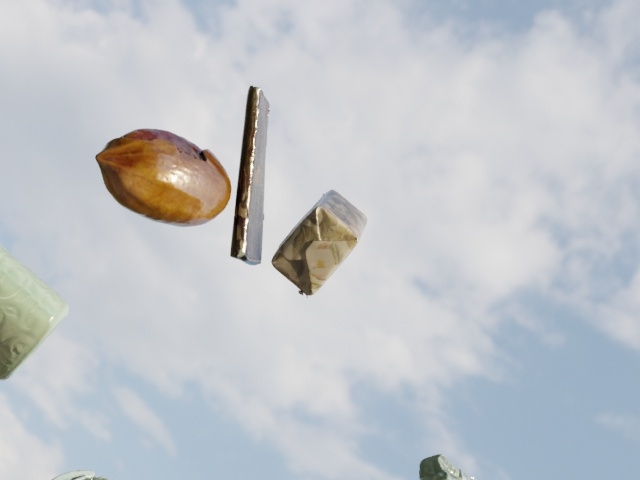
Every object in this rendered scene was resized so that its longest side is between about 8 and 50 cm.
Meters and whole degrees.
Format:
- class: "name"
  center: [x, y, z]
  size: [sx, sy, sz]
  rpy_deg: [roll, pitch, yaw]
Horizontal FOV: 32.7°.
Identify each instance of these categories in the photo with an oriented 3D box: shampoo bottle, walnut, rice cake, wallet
- class: "shampoo bottle"
  center: [-0.199, -0.015, 0.491]
  size: [0.190, 0.041, 0.069]
  rpy_deg: [42, -34, -6]
- class: "walnut"
  center: [-0.197, -0.079, 1.367]
  size: [0.116, 0.116, 0.207]
  rpy_deg: [-2, -11, 45]
- class: "rice cake"
  center: [0.140, 0.245, 1.018]
  size: [0.042, 0.030, 0.180]
  rpy_deg: [-16, -38, 21]
- class: "wallet"
  center: [-0.094, -0.084, 1.465]
  size: [0.031, 0.232, 0.122]
  rpy_deg: [3, -4, 4]

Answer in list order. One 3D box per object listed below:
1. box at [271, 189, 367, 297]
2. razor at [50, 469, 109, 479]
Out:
- class: "box"
  center: [0.000, 0.000, 0.826]
  size: [0.045, 0.098, 0.062]
  rpy_deg: [41, -76, -1]
- class: "razor"
  center: [-0.146, 0.283, 0.756]
  size: [0.232, 0.068, 0.106]
  rpy_deg: [55, -52, 17]
